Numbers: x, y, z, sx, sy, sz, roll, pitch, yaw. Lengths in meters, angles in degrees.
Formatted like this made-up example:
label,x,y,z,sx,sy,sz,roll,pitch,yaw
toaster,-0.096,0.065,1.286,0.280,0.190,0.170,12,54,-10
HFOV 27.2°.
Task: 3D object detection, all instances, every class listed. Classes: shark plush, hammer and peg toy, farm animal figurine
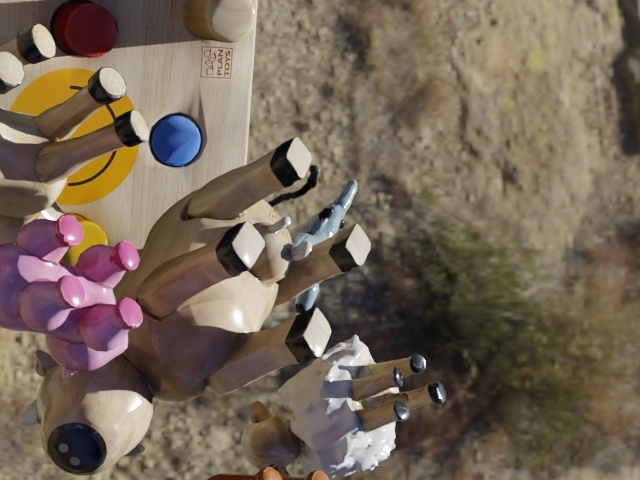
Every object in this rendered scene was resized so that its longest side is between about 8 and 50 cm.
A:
label,x,y,z,sx,sy,sz,roll,pitch,yaw
shark plush,0.000,0.000,1.179,0.161,0.073,0.067,-35,157,-39
hammer and peg toy,-0.160,-0.126,0.904,0.266,0.127,0.361,2,99,-24
farm animal figurine,-0.104,0.039,0.758,0.330,0.172,0.327,64,30,-4
